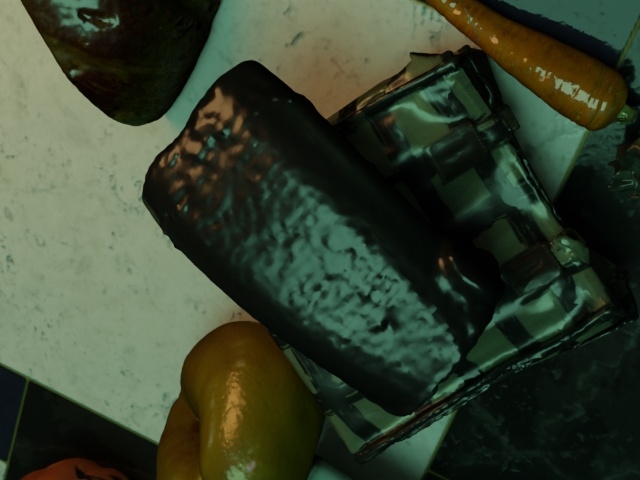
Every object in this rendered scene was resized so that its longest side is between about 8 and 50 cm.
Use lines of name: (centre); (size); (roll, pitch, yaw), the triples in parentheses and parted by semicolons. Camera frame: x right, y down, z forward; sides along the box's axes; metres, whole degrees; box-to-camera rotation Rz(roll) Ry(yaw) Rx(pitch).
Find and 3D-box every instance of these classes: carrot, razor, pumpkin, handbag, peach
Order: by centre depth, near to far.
razor: (0.000, 0.002, 1.075); (0.327, 0.107, 0.189); (41, 112, 5)
carrot: (0.184, -0.181, 1.122); (0.257, 0.061, 0.061); (35, 121, 6)
pumpkin: (-0.190, -0.261, 1.179); (0.169, 0.148, 0.312); (-14, 112, 30)
handbag: (0.088, 0.011, 1.186); (0.327, 0.162, 0.325); (-31, 96, 28)
peach: (-0.089, 0.211, 1.300); (0.153, 0.251, 0.251); (18, 120, -11)

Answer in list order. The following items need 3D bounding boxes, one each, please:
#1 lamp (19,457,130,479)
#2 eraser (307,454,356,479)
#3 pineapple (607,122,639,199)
lamp: (-0.304, 0.365, 1.499); (0.188, 0.164, 0.187); (0, 89, 15)
eraser: (0.084, 0.362, 1.353); (0.290, 0.104, 0.189); (32, 153, 5)
pineapple: (0.377, -0.018, 1.088); (0.248, 0.128, 0.128); (38, 121, 5)
